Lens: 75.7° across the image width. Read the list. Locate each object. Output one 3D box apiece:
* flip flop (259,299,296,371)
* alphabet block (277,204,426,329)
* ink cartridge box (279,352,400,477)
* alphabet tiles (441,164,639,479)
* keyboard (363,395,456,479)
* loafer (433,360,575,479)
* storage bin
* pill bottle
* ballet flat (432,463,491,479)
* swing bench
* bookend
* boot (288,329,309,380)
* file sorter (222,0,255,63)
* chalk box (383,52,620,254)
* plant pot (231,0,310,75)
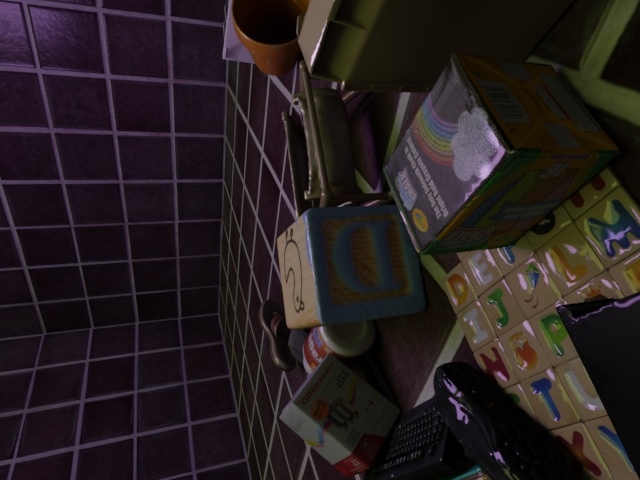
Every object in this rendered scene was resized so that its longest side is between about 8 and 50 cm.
[{"bbox_3d":[-0.132,0.307,1.385,0.080,0.112,0.277,-51,38,24],"label":"flip flop"},{"bbox_3d":[0.044,0.054,0.741,0.197,0.194,0.192,143,123,-66],"label":"alphabet block"},{"bbox_3d":[0.033,0.334,0.794,0.176,0.128,0.127,36,143,10],"label":"ink cartridge box"},{"bbox_3d":[0.250,0.075,0.458,0.285,0.011,0.342,115,145,-52],"label":"alphabet tiles"},{"bbox_3d":[0.129,0.369,0.666,0.317,0.033,0.201,113,179,-51],"label":"keyboard"},{"bbox_3d":[0.207,0.237,0.487,0.223,0.076,0.078,-127,33,-62],"label":"loafer"},{"bbox_3d":[0.129,-0.276,0.378,0.262,0.261,0.123,124,134,-57],"label":"storage bin"},{"bbox_3d":[0.030,0.230,0.905,0.216,0.121,0.121,114,146,-51],"label":"pill bottle"},{"bbox_3d":[0.198,0.354,0.567,0.067,0.073,0.206,58,152,25],"label":"ballet flat"},{"bbox_3d":[0.020,-0.162,0.808,0.255,0.165,0.253,143,121,-66],"label":"swing bench"},{"bbox_3d":[0.277,0.088,0.277,0.156,0.073,0.157,121,140,-54],"label":"bookend"},{"bbox_3d":[-0.042,0.349,1.178,0.209,0.076,0.189,-7,73,62],"label":"boot"},{"bbox_3d":[-0.181,-0.691,1.215,0.277,0.193,0.173,127,138,-60],"label":"file sorter"},{"bbox_3d":[0.167,-0.070,0.457,0.213,0.132,0.132,117,143,-54],"label":"chalk box"},{"bbox_3d":[-0.125,-0.553,1.108,0.188,0.205,0.205,115,148,-78],"label":"plant pot"}]
